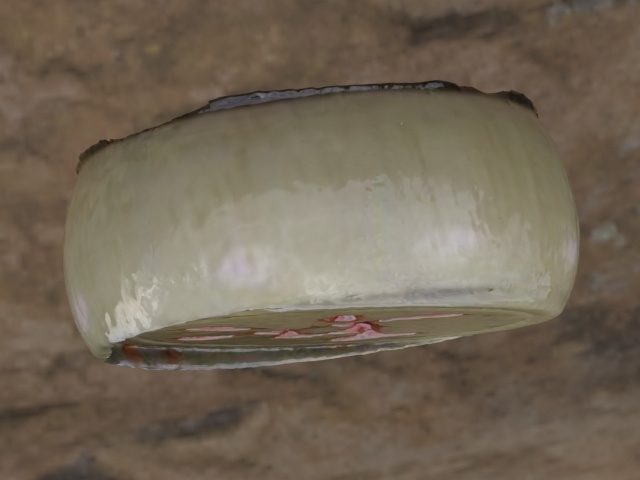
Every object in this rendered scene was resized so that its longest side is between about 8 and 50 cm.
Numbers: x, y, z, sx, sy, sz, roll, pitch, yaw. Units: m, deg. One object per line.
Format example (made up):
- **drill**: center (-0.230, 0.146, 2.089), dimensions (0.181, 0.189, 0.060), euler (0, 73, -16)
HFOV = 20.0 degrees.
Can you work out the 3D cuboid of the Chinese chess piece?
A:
- **Chinese chess piece**: center (0.000, 0.000, 0.885), dimensions (0.249, 0.103, 0.250), euler (-6, 170, -1)
